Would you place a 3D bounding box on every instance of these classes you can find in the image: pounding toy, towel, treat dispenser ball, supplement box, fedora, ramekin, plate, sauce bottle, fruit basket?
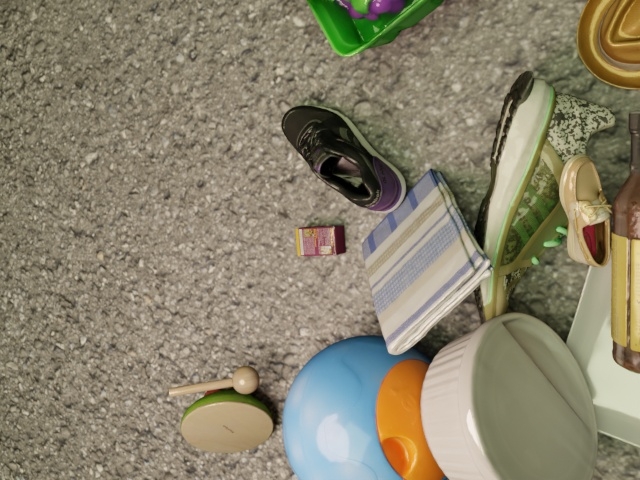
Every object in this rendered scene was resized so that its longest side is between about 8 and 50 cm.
[{"bbox_3d":[-0.191,0.318,1.240,0.182,0.110,0.237,-7,132,-1],"label":"pounding toy"},{"bbox_3d":[0.155,0.025,0.979,0.034,0.285,0.209,31,116,-24],"label":"towel"},{"bbox_3d":[0.081,0.300,1.004,0.288,0.288,0.289,3,97,27],"label":"treat dispenser ball"},{"bbox_3d":[0.000,0.000,1.152,0.083,0.043,0.055,-1,94,28],"label":"supplement box"},{"bbox_3d":[0.458,-0.309,0.864,0.194,0.079,0.195,3,97,28],"label":"fedora"},{"bbox_3d":[0.264,0.248,0.889,0.127,0.272,0.273,-30,81,50],"label":"ramekin"},{"bbox_3d":[0.508,0.175,0.909,0.277,0.045,0.278,19,103,25],"label":"plate"},{"bbox_3d":[0.445,0.002,0.815,0.111,0.111,0.345,2,104,27],"label":"sauce bottle"},{"bbox_3d":[0.018,-0.478,0.914,0.282,0.392,0.392,-31,81,26],"label":"fruit basket"}]

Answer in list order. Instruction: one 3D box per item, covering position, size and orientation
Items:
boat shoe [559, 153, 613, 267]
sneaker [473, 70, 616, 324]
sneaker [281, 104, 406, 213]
[{"bbox_3d":[0.380,-0.039,0.865,0.062,0.059,0.170,-24,117,-11],"label":"boat shoe"},{"bbox_3d":[0.336,-0.035,0.932,0.181,0.158,0.411,11,106,8],"label":"sneaker"},{"bbox_3d":[0.019,-0.156,1.070,0.283,0.124,0.107,40,112,26],"label":"sneaker"}]
